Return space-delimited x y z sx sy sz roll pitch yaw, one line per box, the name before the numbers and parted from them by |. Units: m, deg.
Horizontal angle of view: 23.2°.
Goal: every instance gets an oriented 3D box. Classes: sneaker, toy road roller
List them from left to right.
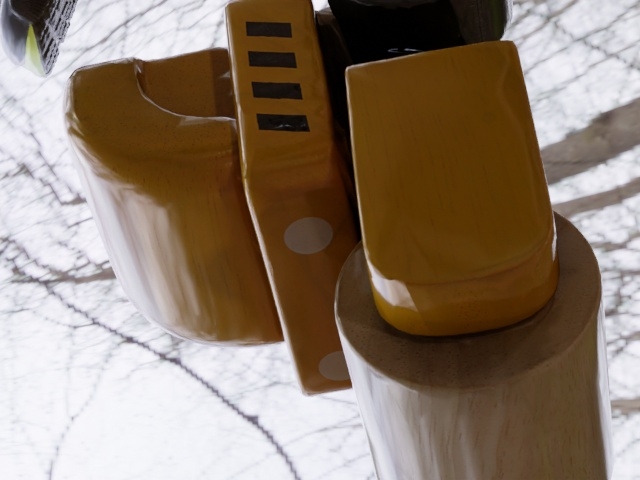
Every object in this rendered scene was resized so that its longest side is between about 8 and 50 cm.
sneaker | -0.230 -0.191 1.038 0.121 0.300 0.111 15 -77 -25
toy road roller | 0.000 0.000 0.784 0.241 0.202 0.329 -11 -136 3
